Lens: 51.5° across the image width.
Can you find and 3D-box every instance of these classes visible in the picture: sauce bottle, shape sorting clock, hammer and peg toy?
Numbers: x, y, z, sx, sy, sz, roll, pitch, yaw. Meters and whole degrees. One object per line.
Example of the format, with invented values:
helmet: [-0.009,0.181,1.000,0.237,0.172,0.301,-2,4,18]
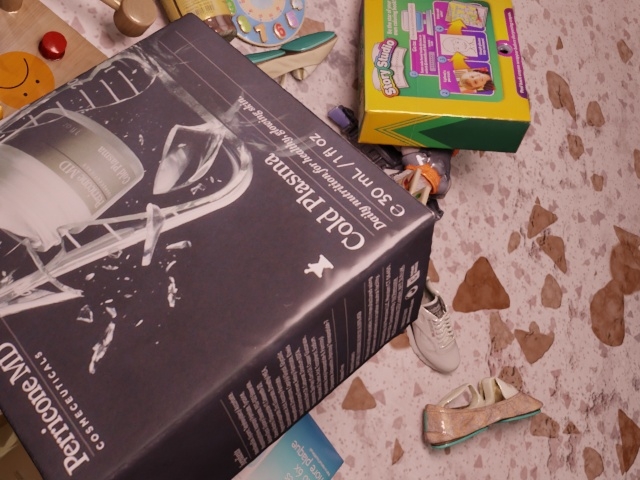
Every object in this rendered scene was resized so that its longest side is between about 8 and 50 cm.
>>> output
sauce bottle: [-0.263,-0.511,1.195,0.111,0.111,0.344,-26,96,-31]
shape sorting clock: [-0.118,-0.487,1.310,0.206,0.040,0.206,3,83,-28]
hammer and peg toy: [-0.443,-0.289,1.043,0.266,0.127,0.361,39,65,-17]

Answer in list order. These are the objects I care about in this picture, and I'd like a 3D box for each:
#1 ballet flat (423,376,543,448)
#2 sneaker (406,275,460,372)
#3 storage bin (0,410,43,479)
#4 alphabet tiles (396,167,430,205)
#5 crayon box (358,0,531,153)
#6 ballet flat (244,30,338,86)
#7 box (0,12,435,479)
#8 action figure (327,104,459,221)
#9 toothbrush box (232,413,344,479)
ballet flat: [0.349,0.350,1.412,0.316,0.107,0.106,-7,78,-32]
sneaker: [0.234,0.175,1.378,0.090,0.095,0.235,-37,102,-31]
storage bin: [-0.370,0.313,0.918,0.260,0.123,0.262,38,58,21]
alphabet tiles: [0.092,0.039,1.207,0.011,0.285,0.343,26,69,-16]
crayon box: [0.236,-0.356,1.340,0.313,0.106,0.363,3,59,-1]
ballet flat: [-0.066,-0.348,1.310,0.248,0.086,0.086,-26,95,-29]
box: [-0.193,0.031,0.860,0.471,0.297,0.480,-38,64,-18]
action figure: [0.198,-0.221,1.383,0.341,0.178,0.330,36,56,-23]
toothbrush box: [-0.133,0.393,1.082,0.295,0.126,0.216,-45,119,-28]
